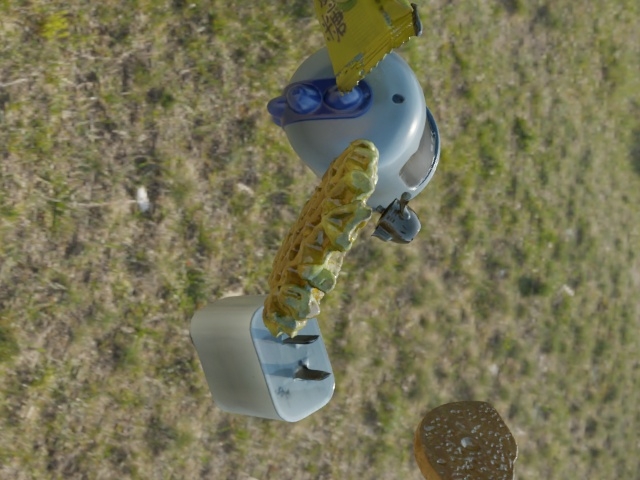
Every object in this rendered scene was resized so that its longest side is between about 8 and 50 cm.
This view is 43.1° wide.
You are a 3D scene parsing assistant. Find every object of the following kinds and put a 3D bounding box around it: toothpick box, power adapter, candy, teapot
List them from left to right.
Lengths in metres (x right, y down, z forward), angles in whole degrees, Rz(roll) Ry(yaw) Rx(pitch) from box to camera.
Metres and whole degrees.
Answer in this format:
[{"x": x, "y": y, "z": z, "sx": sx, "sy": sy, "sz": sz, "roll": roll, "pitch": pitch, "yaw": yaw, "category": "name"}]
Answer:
[{"x": -0.075, "y": 0.179, "z": 1.262, "sx": 0.124, "sy": 0.255, "sz": 0.187, "roll": -24, "pitch": 99, "yaw": -38, "category": "power adapter"}, {"x": 0.057, "y": -0.195, "z": 1.370, "sx": 0.354, "sy": 0.262, "sz": 0.263, "roll": 32, "pitch": 68, "yaw": -74, "category": "toothpick box"}, {"x": 0.053, "y": -0.377, "z": 1.160, "sx": 0.081, "sy": 0.187, "sz": 0.297, "roll": 6, "pitch": 64, "yaw": -35, "category": "candy"}, {"x": 0.130, "y": -0.035, "z": 1.350, "sx": 0.080, "sy": 0.110, "sz": 0.085, "roll": 35, "pitch": 59, "yaw": 0, "category": "teapot"}]

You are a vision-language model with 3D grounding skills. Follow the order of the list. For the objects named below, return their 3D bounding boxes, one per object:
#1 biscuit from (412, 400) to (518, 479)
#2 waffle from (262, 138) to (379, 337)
[{"x": 0.195, "y": 0.283, "z": 1.091, "sx": 0.221, "sy": 0.141, "sz": 0.029, "roll": -58, "pitch": 166, "yaw": -61, "category": "biscuit"}, {"x": 0.001, "y": 0.000, "z": 0.933, "sx": 0.057, "sy": 0.229, "sz": 0.219, "roll": 27, "pitch": 32, "yaw": -8, "category": "waffle"}]
